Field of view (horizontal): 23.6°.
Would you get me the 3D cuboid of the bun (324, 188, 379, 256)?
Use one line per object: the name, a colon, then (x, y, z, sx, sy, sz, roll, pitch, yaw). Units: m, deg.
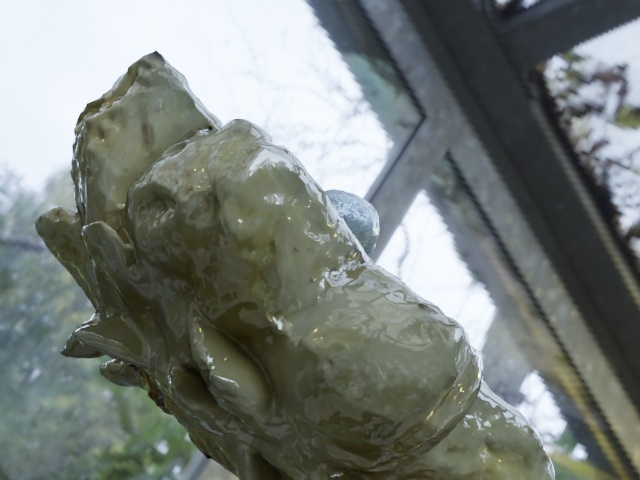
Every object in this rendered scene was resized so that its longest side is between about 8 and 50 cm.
bun: (0.000, 0.000, 0.974, 0.045, 0.083, 0.083, 57, -31, 22)

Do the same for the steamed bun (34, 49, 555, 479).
steamed bun: (-0.025, 0.059, 0.753, 0.295, 0.137, 0.292, 52, -13, -31)
